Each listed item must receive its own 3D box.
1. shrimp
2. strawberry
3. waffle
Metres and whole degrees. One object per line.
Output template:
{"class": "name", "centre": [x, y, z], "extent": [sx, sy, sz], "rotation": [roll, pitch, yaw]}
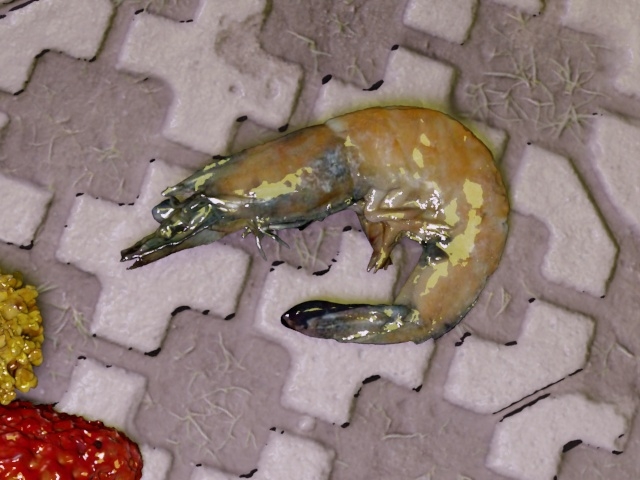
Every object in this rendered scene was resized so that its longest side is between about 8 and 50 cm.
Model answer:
{"class": "shrimp", "centre": [0.000, 0.000, 1.751], "extent": [0.445, 0.085, 0.272], "rotation": [-11, 85, -12]}
{"class": "strawberry", "centre": [-0.304, 0.248, 1.649], "extent": [0.236, 0.111, 0.190], "rotation": [-9, 77, -8]}
{"class": "waffle", "centre": [-0.387, 0.108, 1.660], "extent": [0.193, 0.070, 0.197], "rotation": [-10, 53, -1]}
